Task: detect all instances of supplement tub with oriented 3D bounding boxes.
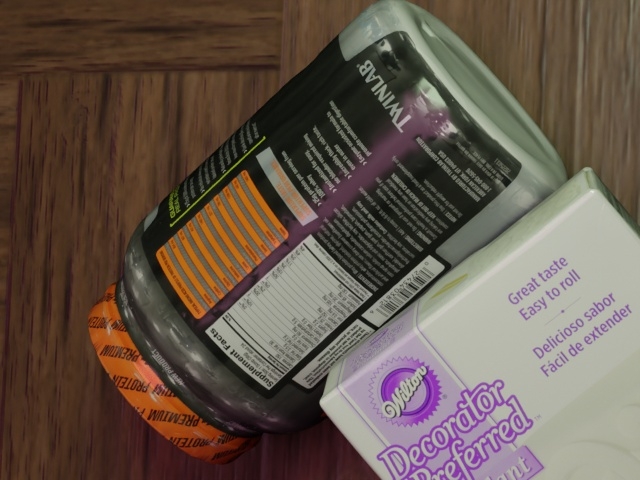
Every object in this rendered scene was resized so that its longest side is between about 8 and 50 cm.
[{"bbox_3d":[0.000,0.000,1.443,0.338,0.207,0.207,-42,71,16],"label":"supplement tub"}]

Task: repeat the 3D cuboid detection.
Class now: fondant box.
[{"bbox_3d":[0.194,0.152,1.331,0.238,0.096,0.330,-39,95,12],"label":"fondant box"}]
